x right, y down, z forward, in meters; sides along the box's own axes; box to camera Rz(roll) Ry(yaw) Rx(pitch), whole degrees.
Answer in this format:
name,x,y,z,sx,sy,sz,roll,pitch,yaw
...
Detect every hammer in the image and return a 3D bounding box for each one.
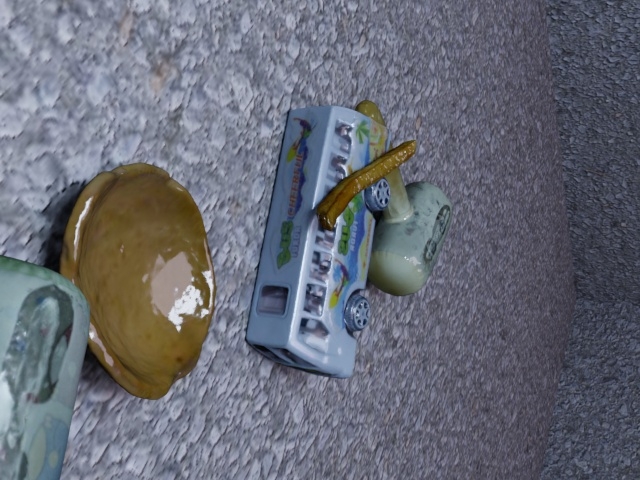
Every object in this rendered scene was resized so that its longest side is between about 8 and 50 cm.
name,x,y,z,sx,sy,sz,roll,pitch,yaw
hammer,-0.277,0.065,0.368,0.335,0.118,0.207,38,45,-46
hammer,0.107,-0.076,1.082,0.306,0.113,0.202,64,38,-35

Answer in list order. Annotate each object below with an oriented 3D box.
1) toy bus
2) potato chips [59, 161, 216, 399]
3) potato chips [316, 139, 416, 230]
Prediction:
name,x,y,z,sx,sy,sz,roll,pitch,yaw
toy bus,0.000,0.000,0.888,0.136,0.109,0.330,22,74,-51
potato chips,-0.166,0.034,0.625,0.208,0.061,0.195,52,44,-50
potato chips,0.055,-0.072,0.854,0.204,0.037,0.026,-40,125,-40
